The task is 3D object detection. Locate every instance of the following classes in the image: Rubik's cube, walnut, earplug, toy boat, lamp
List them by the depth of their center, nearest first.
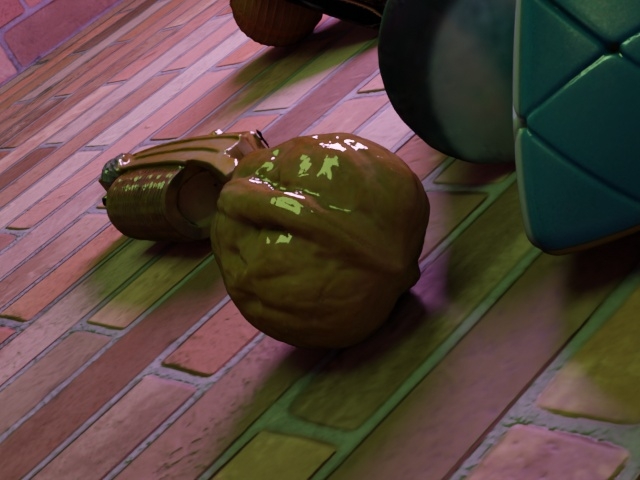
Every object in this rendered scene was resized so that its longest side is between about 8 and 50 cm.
[{"bbox_3d":[0.227,-0.078,0.762,0.254,0.254,0.254,-27,22,12],"label":"Rubik's cube"},{"bbox_3d":[0.000,0.000,0.862,0.167,0.149,0.166,-17,59,32],"label":"walnut"},{"bbox_3d":[0.136,-0.196,1.083,0.185,0.185,0.324,-28,16,9],"label":"earplug"},{"bbox_3d":[-0.144,-0.048,1.218,0.115,0.089,0.310,-46,26,-27],"label":"toy boat"},{"bbox_3d":[-0.060,-0.331,1.667,0.136,0.136,0.136,-27,22,12],"label":"lamp"}]

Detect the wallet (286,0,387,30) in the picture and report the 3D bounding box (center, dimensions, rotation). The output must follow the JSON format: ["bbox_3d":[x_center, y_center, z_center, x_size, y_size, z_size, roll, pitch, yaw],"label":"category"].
[{"bbox_3d":[0.023,-0.363,1.579,0.262,0.071,0.221,19,45,16],"label":"wallet"}]
